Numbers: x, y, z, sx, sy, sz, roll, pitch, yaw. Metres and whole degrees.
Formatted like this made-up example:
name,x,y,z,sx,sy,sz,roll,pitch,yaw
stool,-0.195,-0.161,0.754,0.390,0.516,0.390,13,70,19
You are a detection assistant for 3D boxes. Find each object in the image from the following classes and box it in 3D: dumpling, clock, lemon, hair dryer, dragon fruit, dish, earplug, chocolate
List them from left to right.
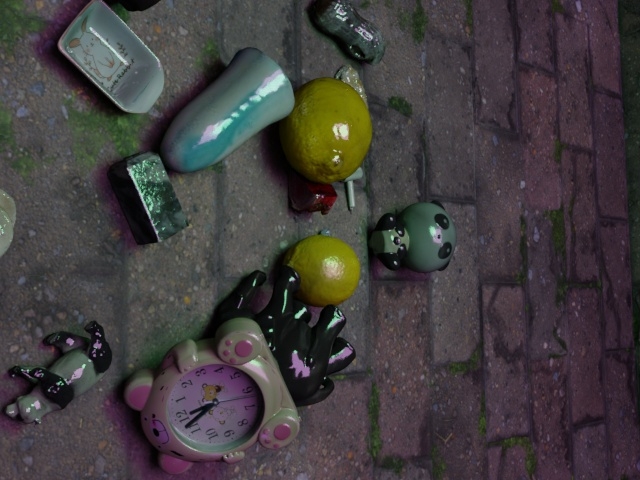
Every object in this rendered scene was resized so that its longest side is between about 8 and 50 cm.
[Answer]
name,x,y,z,sx,sy,sz,roll,pitch,yaw
dumpling,-0.619,-0.028,1.478,0.176,0.092,0.150,7,84,-44
dish,-0.431,-0.363,1.711,0.234,0.064,0.154,45,57,-29
clock,-0.223,0.330,1.704,0.309,0.114,0.284,-23,108,-1
earplug,-0.230,-0.266,1.835,0.324,0.185,0.185,-44,115,-29
dragon fruit,-0.023,-0.109,2.056,0.102,0.147,0.096,2,124,-25
lemon,-0.001,0.074,1.997,0.203,0.178,0.178,9,79,-41
lemon,0.012,-0.266,2.003,0.236,0.236,0.263,57,43,-23
chocolate,0.080,-0.558,2.186,0.248,0.110,0.110,36,62,-37
hair dryer,0.084,-0.133,2.197,0.063,0.038,0.124,-14,101,-43

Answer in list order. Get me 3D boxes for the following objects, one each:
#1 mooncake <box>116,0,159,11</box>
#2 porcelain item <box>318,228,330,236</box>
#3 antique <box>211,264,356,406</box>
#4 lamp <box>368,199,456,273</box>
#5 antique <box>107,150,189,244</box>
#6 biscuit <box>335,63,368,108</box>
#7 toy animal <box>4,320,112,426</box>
name,x,y,z,sx,sy,sz,roll,pitch,yaw
mooncake,-0.338,-0.602,1.678,0.141,0.283,0.283,44,58,-31
porcelain item,0.000,0.000,2.107,0.083,0.028,0.036,-45,132,-38
antique,-0.088,0.229,1.875,0.322,0.185,0.255,44,58,4
lamp,0.257,-0.006,2.253,0.244,0.198,0.197,-6,90,-35
antique,-0.363,-0.091,1.733,0.088,0.086,0.183,-32,108,-41
biscuit,0.056,-0.341,2.186,0.188,0.040,0.265,22,70,-40
toy animal,-0.497,0.257,1.573,0.225,0.094,0.121,-44,124,-38
